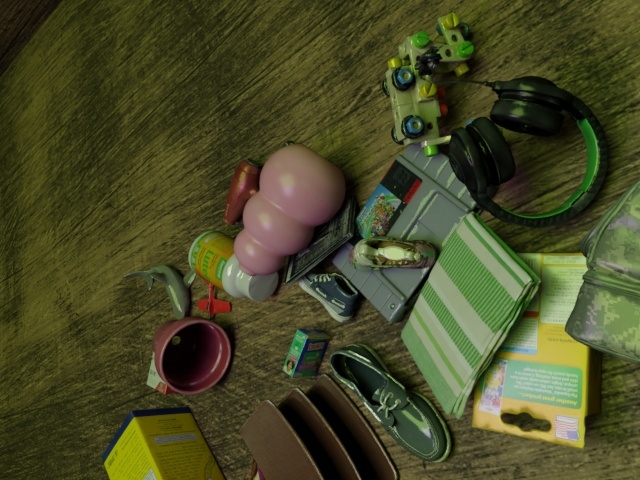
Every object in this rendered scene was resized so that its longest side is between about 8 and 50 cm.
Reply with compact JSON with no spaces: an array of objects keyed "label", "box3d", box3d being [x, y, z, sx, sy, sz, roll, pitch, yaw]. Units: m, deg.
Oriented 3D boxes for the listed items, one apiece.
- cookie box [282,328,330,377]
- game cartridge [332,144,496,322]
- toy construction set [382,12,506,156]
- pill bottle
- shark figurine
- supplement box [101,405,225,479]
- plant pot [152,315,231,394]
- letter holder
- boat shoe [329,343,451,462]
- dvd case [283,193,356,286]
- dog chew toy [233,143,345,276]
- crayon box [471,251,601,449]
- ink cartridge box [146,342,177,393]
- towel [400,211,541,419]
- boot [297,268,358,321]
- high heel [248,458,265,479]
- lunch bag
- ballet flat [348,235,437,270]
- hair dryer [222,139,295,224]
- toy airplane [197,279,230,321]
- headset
[{"label":"cookie box","box3d":[-0.032,0.265,1.398,0.040,0.092,0.107,24,98,38]},{"label":"game cartridge","box3d":[0.186,-0.028,1.293,0.230,0.068,0.355,44,110,33]},{"label":"toy construction set","box3d":[0.249,-0.300,1.226,0.151,0.215,0.327,121,137,-69]},{"label":"pill bottle","box3d":[-0.228,0.071,1.572,0.246,0.136,0.136,24,97,41]},{"label":"shark figurine","box3d":[-0.488,0.115,1.805,0.278,0.116,0.166,29,99,38]},{"label":"supplement box","box3d":[-0.400,0.645,1.570,0.194,0.195,0.356,-55,52,19]},{"label":"plant pot","box3d":[-0.371,0.299,1.629,0.180,0.201,0.201,9,88,57]},{"label":"letter holder","box3d":[-0.004,0.462,1.299,0.214,0.152,0.302,-53,53,17]},{"label":"boat shoe","box3d":[0.133,0.337,1.237,0.319,0.099,0.116,45,110,37]},{"label":"dvd case","box3d":[0.000,0.000,1.413,0.221,0.018,0.164,-38,24,28]},{"label":"dog chew toy","box3d":[-0.087,-0.060,1.407,0.206,0.206,0.332,39,98,38]},{"label":"crayon box","box3d":[0.387,0.184,1.062,0.203,0.083,0.323,-1,80,41]},{"label":"ink cartridge box","box3d":[-0.454,0.374,1.759,0.099,0.056,0.135,12,90,41]},{"label":"towel","box3d":[0.266,0.135,1.116,0.248,0.038,0.325,-118,41,-53]},{"label":"boot","box3d":[0.017,0.099,1.391,0.190,0.069,0.086,41,132,29]},{"label":"high heel","box3d":[-0.164,0.594,1.429,0.244,0.117,0.082,-55,53,18]},{"label":"lunch bag","box3d":[0.506,0.043,0.849,0.212,0.305,0.256,19,97,38]},{"label":"ballet flat","box3d":[0.133,0.026,1.238,0.221,0.079,0.077,0,82,40]},{"label":"hair dryer","box3d":[-0.166,-0.123,1.595,0.293,0.080,0.223,-26,66,35]},{"label":"toy airplane","box3d":[-0.309,0.162,1.696,0.151,0.028,0.151,-9,76,40]},{"label":"headset","box3d":[0.326,-0.199,1.079,0.394,0.185,0.243,43,95,-4]}]
